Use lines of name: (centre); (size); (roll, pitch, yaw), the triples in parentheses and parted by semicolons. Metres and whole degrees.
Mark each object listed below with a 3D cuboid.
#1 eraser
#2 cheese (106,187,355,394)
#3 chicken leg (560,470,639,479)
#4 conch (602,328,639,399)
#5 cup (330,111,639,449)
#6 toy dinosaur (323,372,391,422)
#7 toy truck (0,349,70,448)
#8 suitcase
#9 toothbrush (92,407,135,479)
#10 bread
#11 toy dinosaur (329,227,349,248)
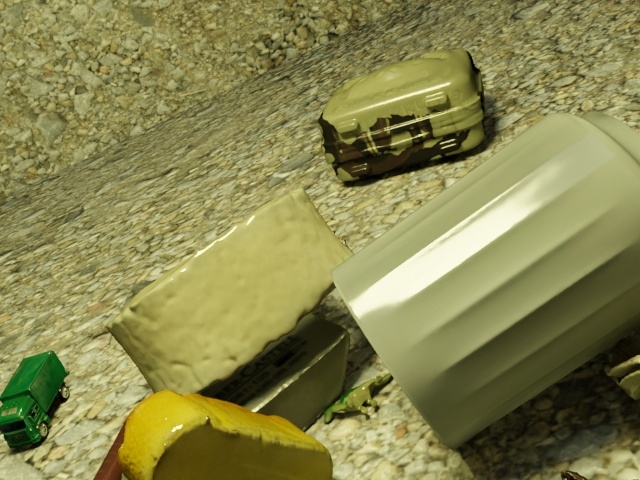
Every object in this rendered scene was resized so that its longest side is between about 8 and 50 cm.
eraser: (-0.105, 0.229, 0.873); (0.352, 0.077, 0.111); (-36, 30, -25)
cheese: (-0.117, 0.074, 0.959); (0.332, 0.153, 0.292); (-34, 0, -5)
chicken leg: (0.286, 0.225, 0.617); (0.145, 0.037, 0.062); (-6, 9, 29)
conch: (0.357, 0.104, 0.682); (0.155, 0.130, 0.207); (0, 13, 12)
cup: (0.214, 0.041, 0.782); (0.327, 0.236, 0.323); (-36, -11, 3)
toy dinosaur: (0.054, 0.191, 0.881); (0.120, 0.029, 0.060); (-37, 12, -31)
toy truck: (-0.458, 0.255, 1.104); (0.065, 0.079, 0.147); (-17, 29, 12)
suitcase: (0.176, -0.291, 1.497); (0.352, 0.194, 0.339); (-13, 26, 20)
toothbrush: (-0.287, 0.352, 0.827); (0.041, 0.040, 0.364); (-11, 33, 23)
bread: (-0.092, 0.225, 0.713); (0.094, 0.245, 0.102); (17, 83, 46)
toy dinosaur: (0.000, 0.000, 1.249); (0.055, 0.049, 0.154); (-37, 34, -21)
